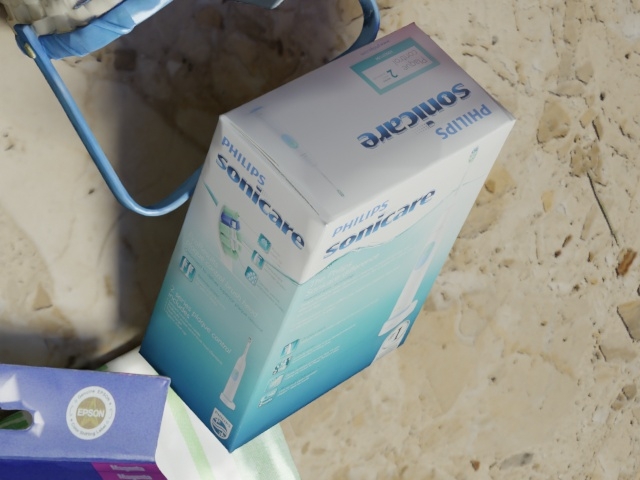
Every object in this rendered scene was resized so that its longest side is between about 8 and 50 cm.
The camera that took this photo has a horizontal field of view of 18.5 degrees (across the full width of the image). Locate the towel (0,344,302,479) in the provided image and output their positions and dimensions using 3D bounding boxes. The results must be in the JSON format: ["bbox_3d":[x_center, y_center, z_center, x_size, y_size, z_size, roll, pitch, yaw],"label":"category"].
[{"bbox_3d":[-0.166,0.233,1.644,0.324,0.038,0.248,-27,101,-21],"label":"towel"}]

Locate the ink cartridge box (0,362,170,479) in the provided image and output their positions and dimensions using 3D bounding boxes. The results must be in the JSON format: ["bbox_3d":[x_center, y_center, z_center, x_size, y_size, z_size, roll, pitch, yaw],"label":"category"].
[{"bbox_3d":[-0.266,0.259,1.495,0.324,0.071,0.330,6,99,-35],"label":"ink cartridge box"}]

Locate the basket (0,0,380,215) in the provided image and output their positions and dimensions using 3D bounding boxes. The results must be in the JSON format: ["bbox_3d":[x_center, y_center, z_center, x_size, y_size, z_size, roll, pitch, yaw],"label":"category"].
[{"bbox_3d":[-0.118,-0.196,1.462,0.255,0.201,0.289,-42,116,-16],"label":"basket"}]

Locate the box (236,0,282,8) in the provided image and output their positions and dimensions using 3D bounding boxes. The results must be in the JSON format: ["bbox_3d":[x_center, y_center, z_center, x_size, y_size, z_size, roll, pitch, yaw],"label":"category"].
[{"bbox_3d":[-0.167,-0.353,1.234,0.395,0.212,0.294,10,65,-21],"label":"box"}]

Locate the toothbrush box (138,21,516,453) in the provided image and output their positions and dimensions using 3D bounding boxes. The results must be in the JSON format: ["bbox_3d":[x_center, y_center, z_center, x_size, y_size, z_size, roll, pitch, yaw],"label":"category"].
[{"bbox_3d":[0.000,0.000,1.556,0.216,0.126,0.295,-30,156,-36],"label":"toothbrush box"}]
